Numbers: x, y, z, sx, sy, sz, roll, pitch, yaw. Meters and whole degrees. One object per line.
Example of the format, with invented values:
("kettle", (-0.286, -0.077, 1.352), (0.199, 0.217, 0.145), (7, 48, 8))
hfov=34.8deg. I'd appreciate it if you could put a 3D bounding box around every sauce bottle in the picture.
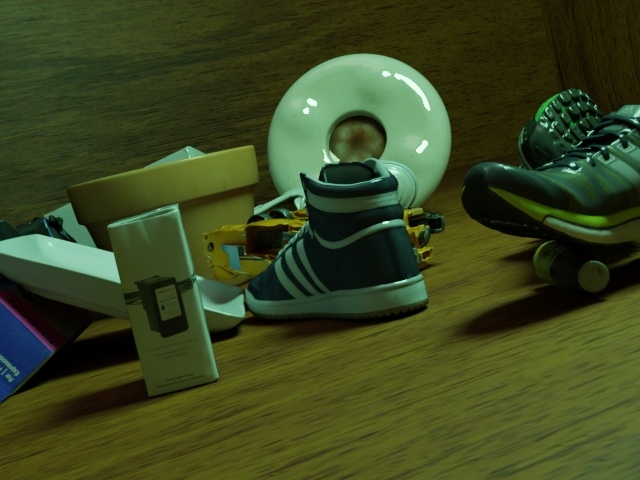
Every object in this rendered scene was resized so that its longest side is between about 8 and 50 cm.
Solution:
("sauce bottle", (0.216, 0.024, 0.875), (0.042, 0.042, 0.128), (-13, 5, -3))

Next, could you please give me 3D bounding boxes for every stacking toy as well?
("stacking toy", (0.112, -0.142, 2.093), (0.351, 0.350, 0.480), (-12, -14, 10))

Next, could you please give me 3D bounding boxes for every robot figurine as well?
("robot figurine", (0.009, 0.005, 1.265), (0.291, 0.085, 0.211), (2, 13, 37))

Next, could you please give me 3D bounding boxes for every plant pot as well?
("plant pot", (-0.220, -0.017, 1.568), (0.291, 0.203, 0.291), (-14, 5, 1))

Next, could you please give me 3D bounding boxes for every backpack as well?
("backpack", (-0.401, 0.057, 1.526), (0.117, 0.158, 0.173), (-24, -9, -5))

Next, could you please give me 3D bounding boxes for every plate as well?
("plate", (-0.225, 0.052, 1.180), (0.277, 0.045, 0.278), (15, 3, -5))

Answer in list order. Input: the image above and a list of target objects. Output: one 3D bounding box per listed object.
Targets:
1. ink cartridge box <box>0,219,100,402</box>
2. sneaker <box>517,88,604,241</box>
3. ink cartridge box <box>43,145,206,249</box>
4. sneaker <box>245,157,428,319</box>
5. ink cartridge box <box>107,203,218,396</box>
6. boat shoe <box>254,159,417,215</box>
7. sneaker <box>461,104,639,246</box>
("ink cartridge box", (-0.357, 0.067, 1.131), (0.069, 0.176, 0.371), (-45, 5, 4))
("sneaker", (0.264, -0.053, 1.096), (0.146, 0.134, 0.343), (-30, -19, 15))
("ink cartridge box", (-0.304, -0.035, 1.862), (0.308, 0.129, 0.223), (-23, -13, 15))
("sneaker", (0.000, 0.000, 1.062), (0.099, 0.153, 0.282), (-16, 5, -33))
("ink cartridge box", (-0.137, 0.048, 0.894), (0.063, 0.150, 0.109), (-14, 5, -7))
("boat shoe", (-0.011, -0.041, 1.701), (0.367, 0.135, 0.156), (-16, 5, 2))
("sneaker", (0.246, -0.058, 0.886), (0.300, 0.121, 0.111), (0, 5, -33))
